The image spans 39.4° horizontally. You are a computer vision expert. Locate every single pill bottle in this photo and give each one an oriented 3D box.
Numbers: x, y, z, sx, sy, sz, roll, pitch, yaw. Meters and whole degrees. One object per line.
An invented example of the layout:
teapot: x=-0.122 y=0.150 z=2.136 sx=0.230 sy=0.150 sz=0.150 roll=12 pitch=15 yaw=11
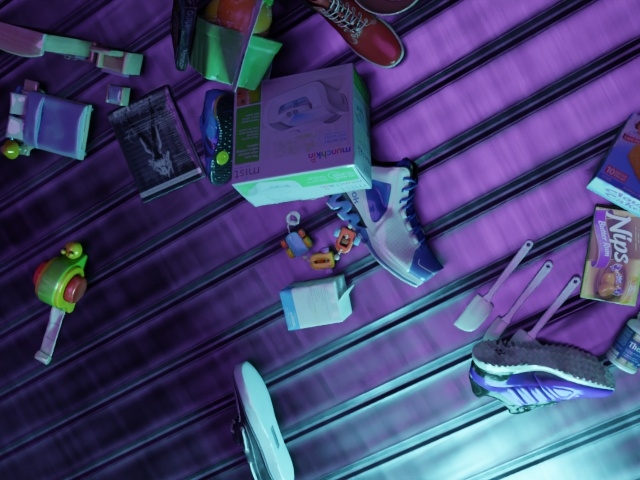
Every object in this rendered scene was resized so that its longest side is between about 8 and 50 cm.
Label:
pill bottle: x=0.627 y=0.198 z=1.773 sx=0.067 sy=0.067 sz=0.120 roll=30 pitch=106 yaw=9

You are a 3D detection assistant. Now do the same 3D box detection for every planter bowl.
planter bowl: x=0.141 y=-0.524 z=1.768 sx=0.162 sy=0.109 sz=0.162 roll=3 pitch=99 yaw=16

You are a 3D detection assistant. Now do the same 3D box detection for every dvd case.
dvd case: x=-0.370 y=-0.217 z=2.009 sx=0.164 sy=0.018 sz=0.221 roll=-22 pitch=92 yaw=17

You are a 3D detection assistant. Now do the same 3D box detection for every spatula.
spatula: x=0.415 y=0.133 z=1.851 sx=0.168 sy=0.019 sz=0.242 roll=39 pitch=106 yaw=12

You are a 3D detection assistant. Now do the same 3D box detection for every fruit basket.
fruit basket: x=-0.142 y=-0.484 z=1.777 sx=0.165 sy=0.327 sz=0.353 roll=18 pitch=101 yaw=-23

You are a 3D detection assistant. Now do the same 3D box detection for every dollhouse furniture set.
dollhouse furniture set: x=-0.584 y=-0.296 z=1.951 sx=0.286 sy=0.198 sz=0.303 roll=17 pitch=103 yaw=17

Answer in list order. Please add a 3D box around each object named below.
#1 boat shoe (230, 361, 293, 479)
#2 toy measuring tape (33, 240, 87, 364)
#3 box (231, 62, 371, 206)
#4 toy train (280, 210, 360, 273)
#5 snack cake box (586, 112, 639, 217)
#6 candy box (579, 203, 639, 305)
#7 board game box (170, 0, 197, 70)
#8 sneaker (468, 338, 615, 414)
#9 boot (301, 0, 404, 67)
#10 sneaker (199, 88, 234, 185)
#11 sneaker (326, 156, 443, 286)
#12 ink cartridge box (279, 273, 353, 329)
boat shoe: x=-0.155 y=0.423 z=2.015 sx=0.102 sy=0.108 sz=0.301 roll=-16 pitch=101 yaw=16
toy measuring tape: x=-0.631 y=0.153 z=2.094 sx=0.121 sy=0.121 sz=0.330 roll=25 pitch=105 yaw=10
box: x=-0.037 y=-0.208 z=1.813 sx=0.262 sy=0.127 sz=0.231 roll=-7 pitch=67 yaw=19
toy train: x=0.000 y=0.000 z=1.930 sx=0.166 sy=0.046 sz=0.125 roll=20 pitch=103 yaw=9
snack cake box: x=0.659 y=-0.106 z=1.677 sx=0.264 sy=0.089 sz=0.152 roll=30 pitch=83 yaw=9
candy box: x=0.583 y=0.027 z=1.765 sx=0.109 sy=0.053 sz=0.186 roll=10 pitch=103 yaw=13
board game box: x=-0.281 y=-0.455 z=1.824 sx=0.026 sy=0.186 sz=0.126 roll=-3 pitch=61 yaw=-17
sneaker: x=0.446 y=0.294 z=1.831 sx=0.293 sy=0.102 sz=0.146 roll=9 pitch=121 yaw=5
boot: x=0.056 y=-0.435 z=1.772 sx=0.244 sy=0.176 sz=0.088 roll=42 pitch=105 yaw=4
sneaker: x=-0.228 y=-0.227 z=1.952 sx=0.082 sy=0.069 sz=0.209 roll=24 pitch=118 yaw=44
sneaker: x=0.154 y=-0.067 z=1.831 sx=0.315 sy=0.127 sz=0.182 roll=46 pitch=110 yaw=6
ink cartridge box: x=0.000 y=0.131 z=1.924 sx=0.143 sy=0.092 sz=0.090 roll=-10 pitch=97 yaw=17
